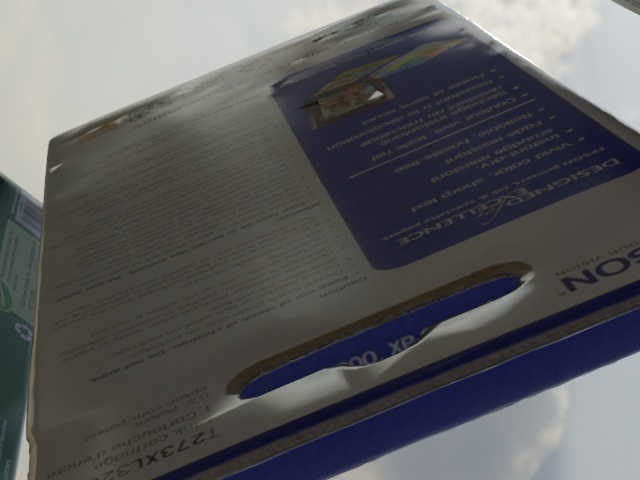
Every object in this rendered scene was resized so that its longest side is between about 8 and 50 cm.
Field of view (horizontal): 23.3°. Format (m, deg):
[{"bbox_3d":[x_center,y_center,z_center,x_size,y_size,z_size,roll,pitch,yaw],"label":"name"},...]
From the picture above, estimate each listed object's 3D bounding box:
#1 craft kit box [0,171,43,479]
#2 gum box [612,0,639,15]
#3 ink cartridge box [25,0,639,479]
[{"bbox_3d":[-0.241,0.109,0.772,0.247,0.061,0.250,-42,-155,19],"label":"craft kit box"},{"bbox_3d":[0.179,-0.108,0.530,0.107,0.188,0.062,-62,-176,-17],"label":"gum box"},{"bbox_3d":[0.000,0.000,0.497,0.371,0.176,0.069,-118,-174,-73],"label":"ink cartridge box"}]
